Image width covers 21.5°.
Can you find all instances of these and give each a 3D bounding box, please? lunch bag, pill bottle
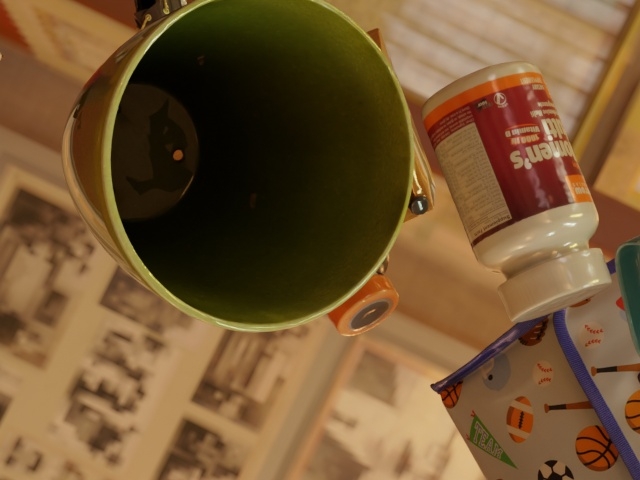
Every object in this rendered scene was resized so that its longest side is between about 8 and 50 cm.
[{"bbox_3d":[0.361,0.199,1.896,0.239,0.328,0.385,-12,159,-49],"label":"lunch bag"},{"bbox_3d":[0.184,-0.044,1.562,0.121,0.221,0.121,-20,168,-4],"label":"pill bottle"},{"bbox_3d":[0.000,0.000,2.094,0.130,0.245,0.130,-26,152,-15],"label":"pill bottle"}]

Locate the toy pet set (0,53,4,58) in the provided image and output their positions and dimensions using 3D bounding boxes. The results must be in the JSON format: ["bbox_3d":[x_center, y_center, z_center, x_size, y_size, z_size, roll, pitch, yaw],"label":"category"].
[{"bbox_3d":[-0.427,-0.195,1.978,0.122,0.065,0.114,-31,-155,2],"label":"toy pet set"}]

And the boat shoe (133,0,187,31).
[{"bbox_3d":[-0.211,-0.297,2.184,0.081,0.069,0.227,-16,-100,59],"label":"boat shoe"}]

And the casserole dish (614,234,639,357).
[{"bbox_3d":[0.342,0.062,1.581,0.037,0.114,0.188,-45,131,-33],"label":"casserole dish"}]

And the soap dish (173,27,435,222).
[{"bbox_3d":[-0.022,-0.079,1.909,0.118,0.291,0.229,-121,-173,-55],"label":"soap dish"}]

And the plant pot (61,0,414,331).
[{"bbox_3d":[-0.113,-0.073,1.454,0.293,0.275,0.274,8,-111,61],"label":"plant pot"}]
